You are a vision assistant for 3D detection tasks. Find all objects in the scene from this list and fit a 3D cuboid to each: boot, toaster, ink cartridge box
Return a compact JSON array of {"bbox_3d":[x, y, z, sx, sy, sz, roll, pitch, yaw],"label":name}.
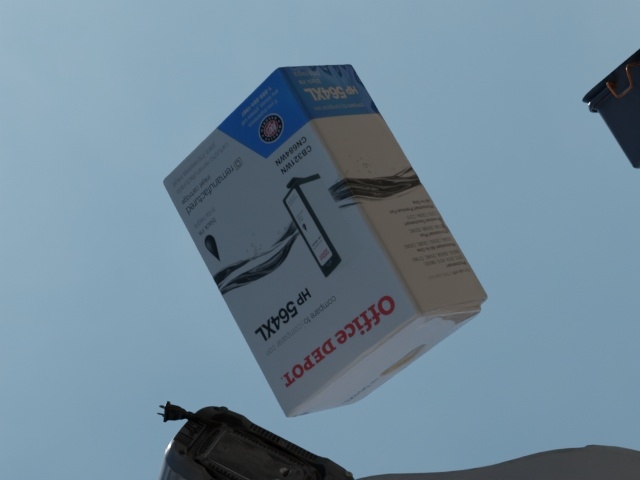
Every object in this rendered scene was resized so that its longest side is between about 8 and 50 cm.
[{"bbox_3d":[0.133,0.186,1.026,0.123,0.258,0.095,41,-130,-62],"label":"boot"},{"bbox_3d":[-0.084,0.271,1.636,0.227,0.146,0.129,25,-151,7],"label":"toaster"},{"bbox_3d":[0.000,0.000,1.151,0.086,0.148,0.203,-7,-118,-51],"label":"ink cartridge box"}]

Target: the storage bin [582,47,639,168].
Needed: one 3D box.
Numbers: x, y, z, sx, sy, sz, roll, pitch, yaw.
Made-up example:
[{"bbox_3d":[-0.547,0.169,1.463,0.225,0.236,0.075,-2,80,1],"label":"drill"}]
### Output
[{"bbox_3d":[0.333,-0.134,1.593,0.098,0.135,0.091,-5,-117,-42],"label":"storage bin"}]
